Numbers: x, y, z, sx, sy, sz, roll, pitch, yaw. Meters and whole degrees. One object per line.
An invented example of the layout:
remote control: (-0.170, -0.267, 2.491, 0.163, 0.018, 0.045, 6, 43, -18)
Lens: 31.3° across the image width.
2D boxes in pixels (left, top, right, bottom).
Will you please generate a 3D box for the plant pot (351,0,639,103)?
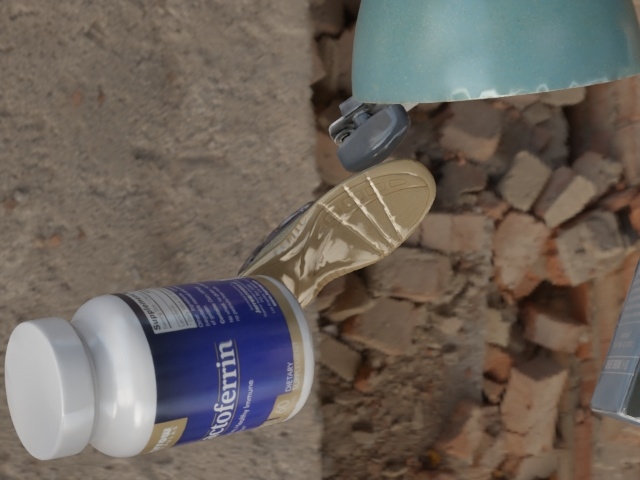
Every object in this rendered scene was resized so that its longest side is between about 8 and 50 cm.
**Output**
plant pot: (0.165, -0.251, 1.126, 0.290, 0.290, 0.195, -13, 104, -27)

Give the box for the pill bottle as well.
pill bottle: (-0.150, 0.120, 1.086, 0.265, 0.153, 0.153, -7, 83, -36)

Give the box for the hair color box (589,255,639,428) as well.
hair color box: (0.340, -0.027, 0.782, 0.185, 0.113, 0.374, 20, 85, 5)

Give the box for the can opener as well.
can opener: (0.136, -0.180, 1.369, 0.076, 0.283, 0.095, 29, 31, -58)

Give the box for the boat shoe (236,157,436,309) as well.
boat shoe: (0.000, 0.000, 1.287, 0.285, 0.092, 0.103, -40, 111, 5)
